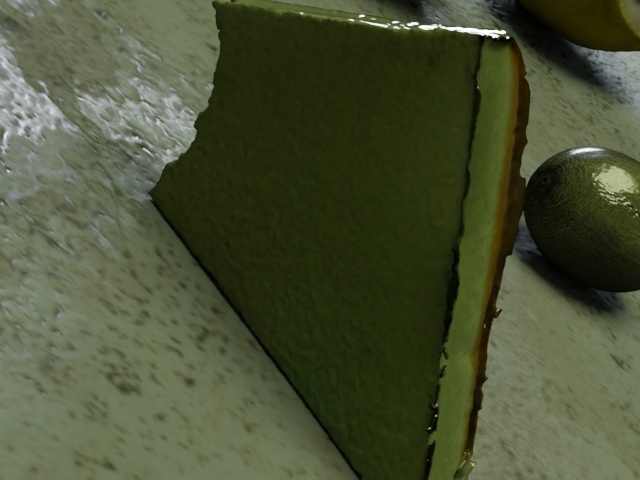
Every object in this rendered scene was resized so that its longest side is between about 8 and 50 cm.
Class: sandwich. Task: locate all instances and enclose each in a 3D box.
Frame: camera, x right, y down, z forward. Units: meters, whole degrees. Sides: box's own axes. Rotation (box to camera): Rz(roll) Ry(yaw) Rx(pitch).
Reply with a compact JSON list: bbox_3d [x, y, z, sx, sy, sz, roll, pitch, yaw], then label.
[{"bbox_3d":[0.000,0.000,1.014,0.212,0.245,0.063,14,9,38],"label":"sandwich"}]

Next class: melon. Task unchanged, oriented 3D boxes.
[{"bbox_3d":[0.203,-0.014,1.372,0.131,0.098,0.098,26,27,-25],"label":"melon"}]

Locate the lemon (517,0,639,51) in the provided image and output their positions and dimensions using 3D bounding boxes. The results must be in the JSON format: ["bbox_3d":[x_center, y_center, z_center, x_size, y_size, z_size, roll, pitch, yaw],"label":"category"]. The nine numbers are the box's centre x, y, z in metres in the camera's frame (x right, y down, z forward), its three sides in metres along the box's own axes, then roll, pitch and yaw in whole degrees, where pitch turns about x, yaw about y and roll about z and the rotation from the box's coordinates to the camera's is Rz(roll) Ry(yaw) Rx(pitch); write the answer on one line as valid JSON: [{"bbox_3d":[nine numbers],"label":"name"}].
[{"bbox_3d":[0.269,-0.303,1.833,0.240,0.240,0.219,15,12,-45],"label":"lemon"}]
